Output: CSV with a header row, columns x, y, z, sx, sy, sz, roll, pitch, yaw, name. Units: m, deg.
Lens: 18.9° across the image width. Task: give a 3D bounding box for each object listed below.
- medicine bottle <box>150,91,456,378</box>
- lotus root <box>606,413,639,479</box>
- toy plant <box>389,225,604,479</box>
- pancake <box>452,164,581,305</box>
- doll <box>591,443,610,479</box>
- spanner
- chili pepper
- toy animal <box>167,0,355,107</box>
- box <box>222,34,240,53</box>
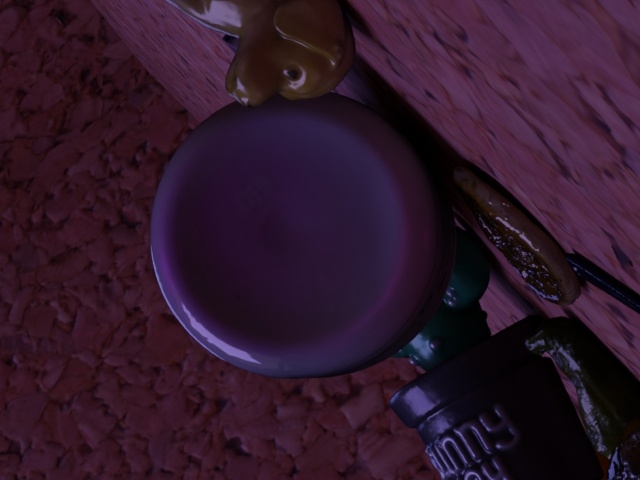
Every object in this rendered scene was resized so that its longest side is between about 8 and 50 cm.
x,y,z,sx,sy,sz,roll,pitch,yaw,name
0.000,0.000,1.773,0.256,0.256,0.325,45,-175,11,medicine bottle
0.313,0.211,1.642,0.120,0.120,0.209,44,177,37,lotus root
0.143,0.109,2.039,0.400,0.185,0.279,60,173,10,toy plant
0.163,-0.003,1.624,0.158,0.028,0.158,48,176,5,pancake
0.313,0.329,2.449,0.236,0.213,0.213,60,175,-8,doll
0.239,0.049,1.443,0.046,0.012,0.208,48,177,-30,spanner
0.276,0.159,1.835,0.204,0.073,0.072,57,-166,-3,chili pepper
-0.075,-0.201,1.530,0.169,0.121,0.233,34,-171,-42,toy animal
-0.020,-0.150,2.053,0.218,0.039,0.055,47,175,-30,box
